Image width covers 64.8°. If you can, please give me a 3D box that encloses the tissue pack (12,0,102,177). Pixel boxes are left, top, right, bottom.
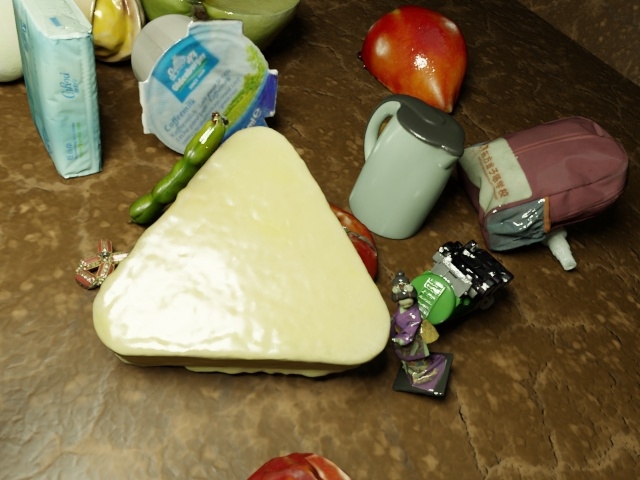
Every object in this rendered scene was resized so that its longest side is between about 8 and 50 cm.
[{"bbox_3d":[-0.425,-0.257,0.819,0.089,0.263,0.177,-20,58,-32],"label":"tissue pack"}]

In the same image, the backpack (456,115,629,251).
[{"bbox_3d":[0.470,-0.132,1.071,0.317,0.197,0.283,-18,48,12],"label":"backpack"}]

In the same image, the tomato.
[{"bbox_3d":[-0.001,-0.002,0.873,0.228,0.101,0.227,12,42,-11],"label":"tomato"}]

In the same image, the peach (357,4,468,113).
[{"bbox_3d":[0.283,-0.521,1.405,0.258,0.201,0.361,-11,54,-32],"label":"peach"}]

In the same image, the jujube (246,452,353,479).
[{"bbox_3d":[-0.033,0.340,0.495,0.174,0.174,0.250,21,33,-3],"label":"jujube"}]

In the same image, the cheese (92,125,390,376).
[{"bbox_3d":[-0.066,0.059,0.705,0.384,0.104,0.383,4,68,-9],"label":"cheese"}]

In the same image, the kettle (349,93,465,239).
[{"bbox_3d":[0.154,-0.158,0.984,0.161,0.236,0.221,-12,55,-30],"label":"kettle"}]

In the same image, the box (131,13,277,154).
[{"bbox_3d":[-0.235,-0.318,1.005,0.206,0.262,0.291,48,10,37],"label":"box"}]

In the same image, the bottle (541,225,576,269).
[{"bbox_3d":[0.515,-0.025,1.138,0.060,0.060,0.217,6,48,-17],"label":"bottle"}]

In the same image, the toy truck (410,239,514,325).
[{"bbox_3d":[0.233,0.075,0.846,0.101,0.125,0.243,45,24,24],"label":"toy truck"}]

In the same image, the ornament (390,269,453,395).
[{"bbox_3d":[0.126,0.136,0.723,0.088,0.203,0.081,-1,43,27],"label":"ornament"}]

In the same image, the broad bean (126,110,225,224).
[{"bbox_3d":[-0.223,-0.096,0.774,0.052,0.256,0.052,-1,58,-53],"label":"broad bean"}]

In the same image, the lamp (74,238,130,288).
[{"bbox_3d":[-0.323,0.039,0.750,0.063,0.031,0.083,27,48,6],"label":"lamp"}]

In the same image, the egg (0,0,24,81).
[{"bbox_3d":[-0.613,-0.380,0.936,0.271,0.161,0.206,13,60,43],"label":"egg"}]

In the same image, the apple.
[{"bbox_3d":[-0.243,-0.565,1.175,0.311,0.320,0.360,49,33,-31],"label":"apple"}]

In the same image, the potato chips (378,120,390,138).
[{"bbox_3d":[0.192,-0.210,1.183,0.150,0.049,0.201,-4,53,-19],"label":"potato chips"}]

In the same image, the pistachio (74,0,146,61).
[{"bbox_3d":[-0.488,-0.508,1.055,0.230,0.229,0.308,-16,56,-33],"label":"pistachio"}]
